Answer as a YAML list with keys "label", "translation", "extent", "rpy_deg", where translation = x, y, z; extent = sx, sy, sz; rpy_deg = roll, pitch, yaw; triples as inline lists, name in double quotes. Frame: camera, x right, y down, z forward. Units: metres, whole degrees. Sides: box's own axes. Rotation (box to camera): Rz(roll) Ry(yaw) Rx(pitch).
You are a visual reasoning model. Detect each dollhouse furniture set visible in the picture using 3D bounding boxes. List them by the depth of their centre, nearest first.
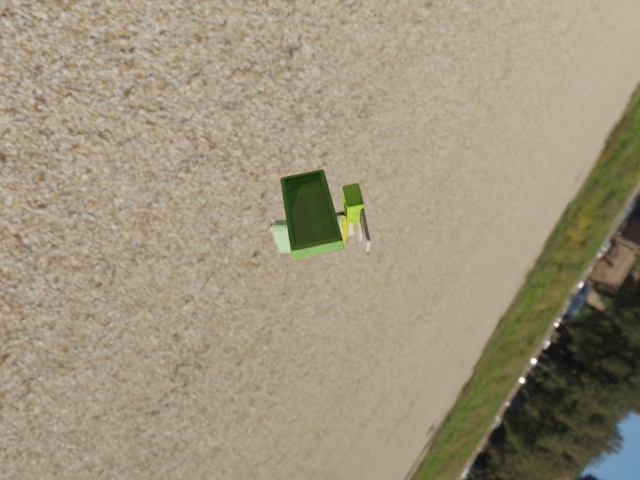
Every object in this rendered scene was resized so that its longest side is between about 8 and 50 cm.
- label: "dollhouse furniture set"
  translation: [0.000, 0.000, 0.617]
  extent: [0.076, 0.059, 0.152]
  rpy_deg: [-11, 162, -2]
